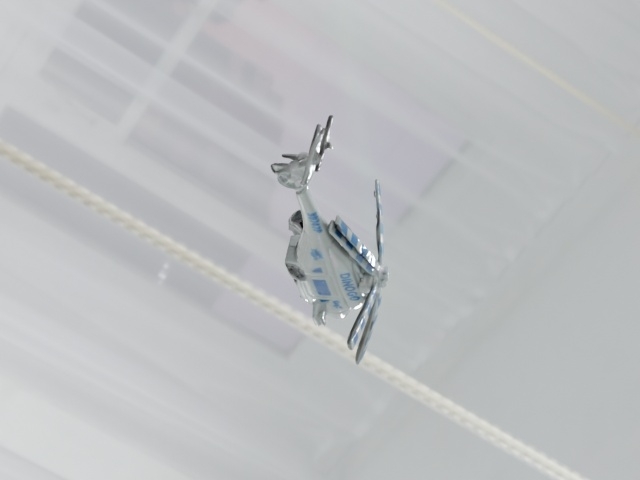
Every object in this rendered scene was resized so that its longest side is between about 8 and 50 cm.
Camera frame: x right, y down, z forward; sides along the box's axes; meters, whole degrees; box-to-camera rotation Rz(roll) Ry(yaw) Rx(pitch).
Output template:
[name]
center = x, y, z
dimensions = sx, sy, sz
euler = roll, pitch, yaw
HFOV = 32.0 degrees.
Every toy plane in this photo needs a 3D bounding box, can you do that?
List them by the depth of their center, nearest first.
[toy plane]
center = -0.003, 0.009, 1.052
dimensions = 0.273, 0.107, 0.181
euler = 39, 56, -66
